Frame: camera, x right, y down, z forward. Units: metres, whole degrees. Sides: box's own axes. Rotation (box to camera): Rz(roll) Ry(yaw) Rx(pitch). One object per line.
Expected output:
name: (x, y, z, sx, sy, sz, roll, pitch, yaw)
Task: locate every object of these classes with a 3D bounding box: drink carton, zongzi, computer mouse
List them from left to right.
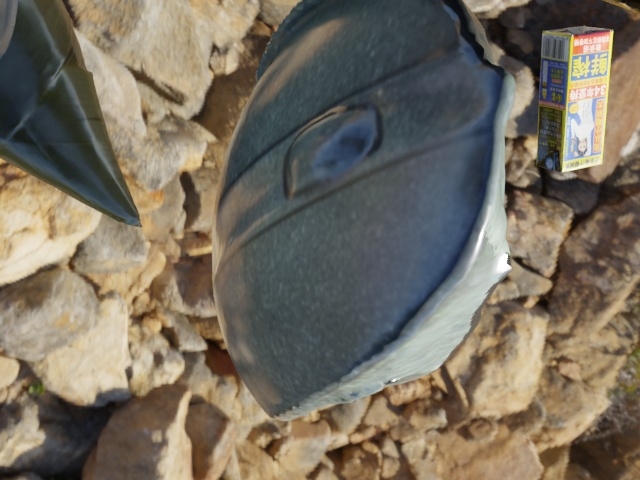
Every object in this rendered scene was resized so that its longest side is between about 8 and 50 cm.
zongzi: (-0.299, -0.112, 0.606, 0.274, 0.145, 0.300, -13, 111, 17)
computer mouse: (-0.003, 0.002, 0.481, 0.114, 0.374, 0.203, 2, 68, -9)
drink carton: (0.304, -0.170, 1.023, 0.071, 0.056, 0.166, -11, 113, -23)

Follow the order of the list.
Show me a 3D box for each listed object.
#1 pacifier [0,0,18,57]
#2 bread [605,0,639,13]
pacifier: (-0.132, -0.193, 0.398, 0.207, 0.279, 0.227, -5, 75, -9)
bread: (0.179, -0.214, 0.355, 0.358, 0.337, 0.204, 28, 93, 4)
